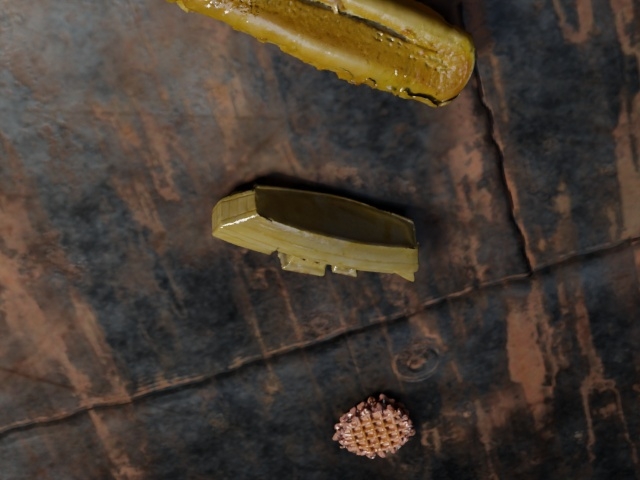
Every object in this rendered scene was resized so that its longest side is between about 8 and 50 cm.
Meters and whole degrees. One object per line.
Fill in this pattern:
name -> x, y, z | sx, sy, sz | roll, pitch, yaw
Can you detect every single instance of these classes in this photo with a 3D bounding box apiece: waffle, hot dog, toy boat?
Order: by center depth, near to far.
hot dog -> -0.006, -0.184, 1.274 | 0.289, 0.068, 0.083 | 20, 100, -22
toy boat -> 0.000, 0.000, 1.435 | 0.206, 0.064, 0.072 | 14, 139, -24
waffle -> 0.055, 0.193, 1.631 | 0.075, 0.029, 0.083 | 24, 123, -26
